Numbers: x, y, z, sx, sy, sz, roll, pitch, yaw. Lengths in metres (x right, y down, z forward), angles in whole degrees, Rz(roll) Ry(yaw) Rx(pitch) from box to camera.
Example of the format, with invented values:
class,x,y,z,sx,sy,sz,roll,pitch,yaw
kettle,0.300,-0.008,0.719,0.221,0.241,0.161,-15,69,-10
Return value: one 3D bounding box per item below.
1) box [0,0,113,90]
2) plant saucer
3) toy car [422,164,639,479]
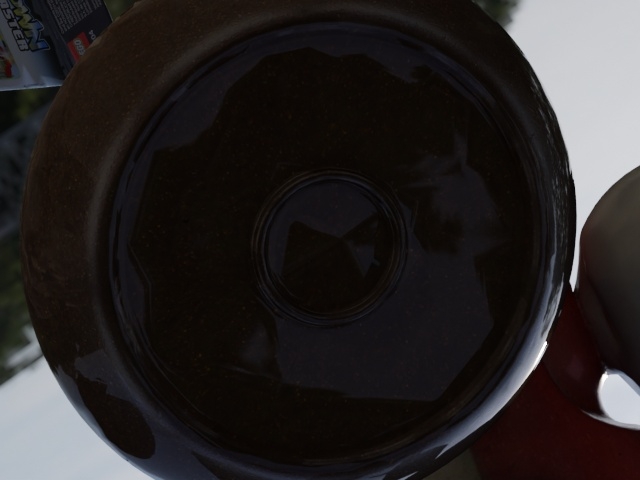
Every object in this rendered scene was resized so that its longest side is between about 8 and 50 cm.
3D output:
class,x,y,z,sx,sy,sz,roll,pitch,yaw
box,-0.174,-0.162,0.832,0.114,0.207,0.036,0,-147,41
plant saucer,0.000,0.000,0.543,0.168,0.168,0.029,-35,-164,-9
toy car,0.142,0.050,0.783,0.238,0.210,0.219,-23,173,4
